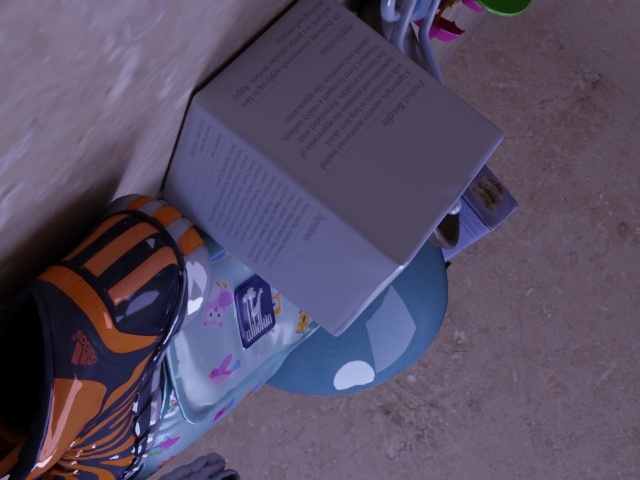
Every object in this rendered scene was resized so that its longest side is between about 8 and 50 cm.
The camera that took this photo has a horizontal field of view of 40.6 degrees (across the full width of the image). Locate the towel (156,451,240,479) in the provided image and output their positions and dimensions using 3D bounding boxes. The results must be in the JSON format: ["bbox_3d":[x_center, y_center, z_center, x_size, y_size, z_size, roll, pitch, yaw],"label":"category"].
[{"bbox_3d":[-0.246,0.352,0.809,0.317,0.053,0.332,-50,164,15],"label":"towel"}]

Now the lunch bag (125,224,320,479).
[{"bbox_3d":[-0.114,0.076,0.794,0.223,0.160,0.262,-34,163,-45],"label":"lunch bag"}]

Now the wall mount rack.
[{"bbox_3d":[0.137,-0.208,0.855,0.350,0.130,0.304,-47,157,-68],"label":"wall mount rack"}]

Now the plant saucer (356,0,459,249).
[{"bbox_3d":[0.088,-0.122,0.890,0.041,0.278,0.278,-14,-170,16],"label":"plant saucer"}]

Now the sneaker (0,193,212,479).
[{"bbox_3d":[-0.196,0.116,0.592,0.180,0.124,0.321,-43,162,-48],"label":"sneaker"}]

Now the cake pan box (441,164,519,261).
[{"bbox_3d":[0.096,-0.085,1.134,0.070,0.267,0.246,-39,176,-30],"label":"cake pan box"}]

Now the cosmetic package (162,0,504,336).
[{"bbox_3d":[0.005,-0.056,0.661,0.151,0.184,0.151,-49,178,-31],"label":"cosmetic package"}]

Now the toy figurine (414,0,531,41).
[{"bbox_3d":[0.187,-0.341,1.158,0.159,0.130,0.173,-28,-137,57],"label":"toy figurine"}]

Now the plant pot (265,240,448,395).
[{"bbox_3d":[0.000,0.000,0.983,0.290,0.290,0.195,-50,151,-29],"label":"plant pot"}]

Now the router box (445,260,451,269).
[{"bbox_3d":[0.048,0.030,1.609,0.243,0.309,0.081,-51,175,40],"label":"router box"}]
